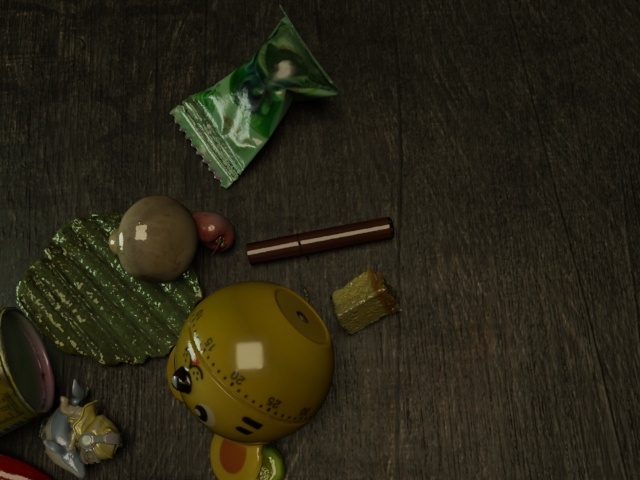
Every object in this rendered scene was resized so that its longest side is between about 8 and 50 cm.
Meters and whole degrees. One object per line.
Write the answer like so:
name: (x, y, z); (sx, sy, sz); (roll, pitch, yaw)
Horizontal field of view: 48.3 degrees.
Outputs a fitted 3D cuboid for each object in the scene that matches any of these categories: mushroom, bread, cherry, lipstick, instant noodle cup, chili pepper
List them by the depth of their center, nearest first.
instant noodle cup: (-0.741, 0.297, 1.521); (0.254, 0.325, 0.326); (-20, 74, -3)
bread: (-0.147, 0.508, 1.565); (0.130, 0.071, 0.139); (28, 75, 7)
chili pepper: (-0.750, 0.539, 1.577); (0.368, 0.092, 0.137); (-3, 86, 5)
mushroom: (-0.377, -0.005, 1.632); (0.206, 0.209, 0.206); (-6, 105, -24)
bread: (0.097, 0.132, 1.632); (0.147, 0.152, 0.127); (-30, 73, 3)
cherry: (-0.261, -0.028, 1.711); (0.126, 0.106, 0.087); (43, 85, 14)
lipstick: (0.000, 0.000, 1.718); (0.356, 0.057, 0.057); (-10, 73, -2)

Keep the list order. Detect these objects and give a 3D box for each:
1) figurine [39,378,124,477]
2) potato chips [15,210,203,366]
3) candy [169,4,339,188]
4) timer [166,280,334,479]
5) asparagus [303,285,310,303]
figurine: (-0.528, 0.418, 1.583); (0.183, 0.128, 0.209); (-3, 69, -1)
potato chips: (-0.498, 0.120, 1.698); (0.429, 0.070, 0.358); (41, 76, 11)
candy: (-0.168, -0.350, 1.779); (0.398, 0.172, 0.263); (-39, 71, 4)
timer: (-0.166, 0.284, 1.510); (0.376, 0.376, 0.387); (47, 107, 14)
asparagus: (-0.028, 0.187, 1.684); (0.016, 0.016, 0.163); (-1, 71, -8)
